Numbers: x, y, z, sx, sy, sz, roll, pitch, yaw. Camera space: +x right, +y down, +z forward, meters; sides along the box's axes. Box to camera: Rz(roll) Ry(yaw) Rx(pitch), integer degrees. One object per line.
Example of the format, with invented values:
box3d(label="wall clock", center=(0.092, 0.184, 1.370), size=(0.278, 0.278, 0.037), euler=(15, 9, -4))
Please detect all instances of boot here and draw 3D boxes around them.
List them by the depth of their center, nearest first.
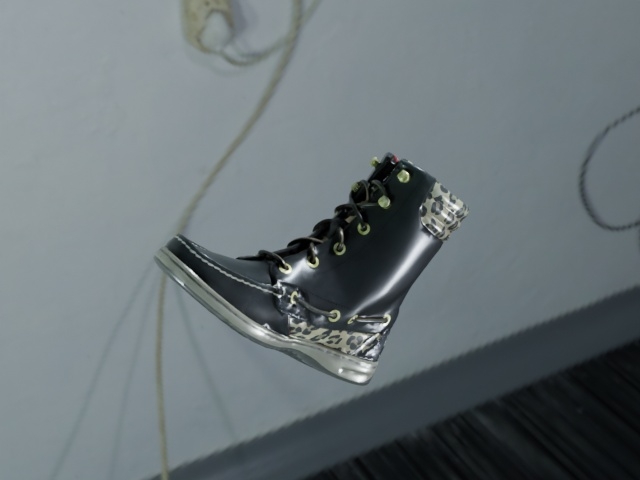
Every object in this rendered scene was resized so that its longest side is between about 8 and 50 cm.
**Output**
box3d(label="boot", center=(0.000, 0.000, 0.973), size=(0.236, 0.085, 0.178), euler=(31, 95, -41))
